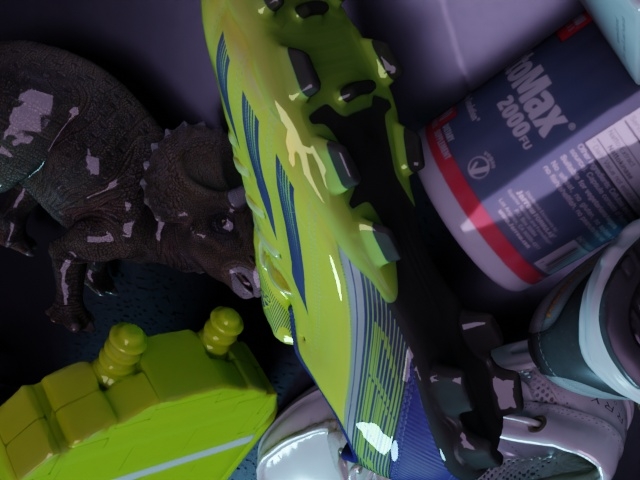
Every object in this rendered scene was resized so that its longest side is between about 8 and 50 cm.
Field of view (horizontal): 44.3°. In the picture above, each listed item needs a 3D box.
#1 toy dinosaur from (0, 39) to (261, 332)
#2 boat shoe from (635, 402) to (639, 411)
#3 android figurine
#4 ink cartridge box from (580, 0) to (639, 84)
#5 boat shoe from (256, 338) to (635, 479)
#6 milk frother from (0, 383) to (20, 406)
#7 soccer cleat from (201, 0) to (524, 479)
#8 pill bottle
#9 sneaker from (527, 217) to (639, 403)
[{"bbox_3d":[-0.159,-0.050,0.497,0.314,0.121,0.160,35,102,3],"label":"toy dinosaur"},{"bbox_3d":[0.233,0.111,0.474,0.073,0.073,0.207,-33,102,21],"label":"boat shoe"},{"bbox_3d":[-0.131,0.140,0.481,0.056,0.248,0.272,53,130,28],"label":"android figurine"},{"bbox_3d":[0.136,-0.203,0.334,0.134,0.078,0.231,-29,70,15],"label":"ink cartridge box"},{"bbox_3d":[0.053,0.137,0.494,0.277,0.096,0.098,-26,106,34],"label":"boat shoe"},{"bbox_3d":[-0.298,0.161,0.581,0.143,0.134,0.129,-13,106,18],"label":"milk frother"},{"bbox_3d":[0.000,0.001,0.381,0.121,0.093,0.289,-12,111,36],"label":"soccer cleat"},{"bbox_3d":[0.148,-0.062,0.407,0.180,0.108,0.108,-35,99,22],"label":"pill bottle"},{"bbox_3d":[0.218,0.005,0.385,0.272,0.108,0.100,-17,83,-20],"label":"sneaker"}]
